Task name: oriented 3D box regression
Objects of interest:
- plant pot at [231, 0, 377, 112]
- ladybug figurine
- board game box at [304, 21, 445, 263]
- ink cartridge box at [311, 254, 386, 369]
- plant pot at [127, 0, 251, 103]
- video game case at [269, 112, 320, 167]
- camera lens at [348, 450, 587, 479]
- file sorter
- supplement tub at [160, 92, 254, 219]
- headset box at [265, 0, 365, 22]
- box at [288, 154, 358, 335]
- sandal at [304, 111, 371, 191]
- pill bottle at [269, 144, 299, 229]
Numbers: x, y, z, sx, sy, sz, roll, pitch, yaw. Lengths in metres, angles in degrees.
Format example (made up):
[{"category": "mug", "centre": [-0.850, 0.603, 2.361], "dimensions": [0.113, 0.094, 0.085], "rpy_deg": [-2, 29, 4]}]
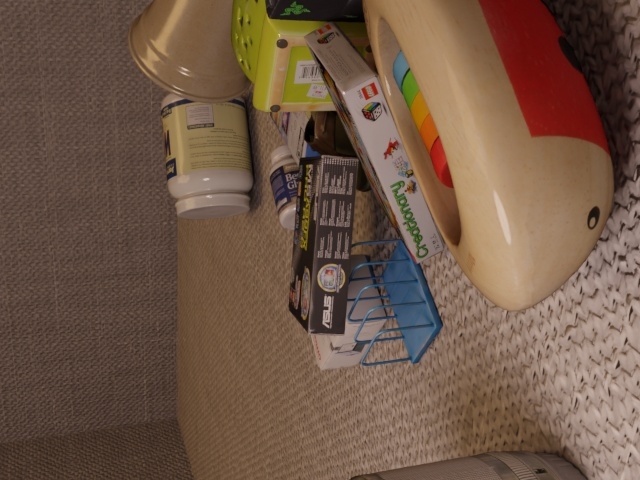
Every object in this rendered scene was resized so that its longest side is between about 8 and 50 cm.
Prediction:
[{"category": "plant pot", "centre": [-0.015, -0.336, 1.272], "dimensions": [0.227, 0.228, 0.207], "rpy_deg": [107, 156, -53]}, {"category": "ladybug figurine", "centre": [0.169, -0.149, 0.829], "dimensions": [0.305, 0.161, 0.450], "rpy_deg": [73, 179, -68]}, {"category": "board game box", "centre": [0.078, -0.135, 1.110], "dimensions": [0.305, 0.053, 0.193], "rpy_deg": [62, -178, -37]}, {"category": "ink cartridge box", "centre": [0.042, 0.134, 1.454], "dimensions": [0.191, 0.082, 0.140], "rpy_deg": [111, 149, -54]}, {"category": "plant pot", "centre": [-0.266, -0.561, 1.922], "dimensions": [0.305, 0.333, 0.334], "rpy_deg": [-53, 43, 46]}, {"category": "video game case", "centre": [-0.031, -0.315, 1.603], "dimensions": [0.244, 0.061, 0.270], "rpy_deg": [-119, 31, -47]}, {"category": "camera lens", "centre": [0.154, 0.355, 0.874], "dimensions": [0.219, 0.274, 0.220], "rpy_deg": [176, 90, -71]}, {"category": "file sorter", "centre": [0.100, 0.096, 1.243], "dimensions": [0.118, 0.104, 0.170], "rpy_deg": [112, 149, -51]}, {"category": "supplement tub", "centre": [-0.306, -0.234, 2.156], "dimensions": [0.235, 0.235, 0.325], "rpy_deg": [152, 113, -70]}, {"category": "headset box", "centre": [0.070, -0.390, 1.008], "dimensions": [0.283, 0.246, 0.131], "rpy_deg": [150, 115, -68]}, {"category": "box", "centre": [0.000, 0.000, 1.275], "dimensions": [0.216, 0.060, 0.270], "rpy_deg": [-150, 64, -79]}, {"category": "sandal", "centre": [0.003, -0.205, 1.412], "dimensions": [0.303, 0.086, 0.120], "rpy_deg": [55, 150, 17]}, {"category": "pill bottle", "centre": [-0.056, -0.115, 1.669], "dimensions": [0.094, 0.094, 0.170], "rpy_deg": [114, 146, -54]}]
